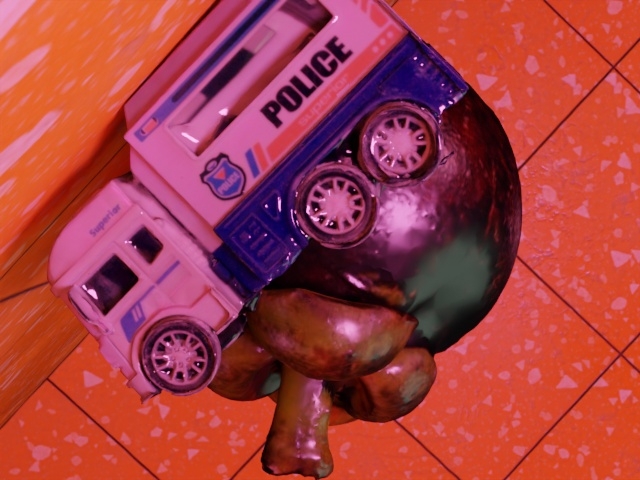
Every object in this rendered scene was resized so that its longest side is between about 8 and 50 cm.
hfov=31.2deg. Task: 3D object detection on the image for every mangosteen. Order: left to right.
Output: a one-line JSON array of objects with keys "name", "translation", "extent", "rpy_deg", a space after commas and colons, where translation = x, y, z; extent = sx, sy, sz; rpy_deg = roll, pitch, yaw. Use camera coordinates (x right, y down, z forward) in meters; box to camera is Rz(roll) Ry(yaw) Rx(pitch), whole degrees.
[{"name": "mangosteen", "translation": [0.004, -0.010, 0.924], "extent": [0.330, 0.330, 0.330], "rpy_deg": [-47, -177, 4]}]

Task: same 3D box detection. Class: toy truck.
[{"name": "toy truck", "translation": [-0.048, -0.042, 0.688], "extent": [0.268, 0.155, 0.124], "rpy_deg": [-44, -176, 10]}]
